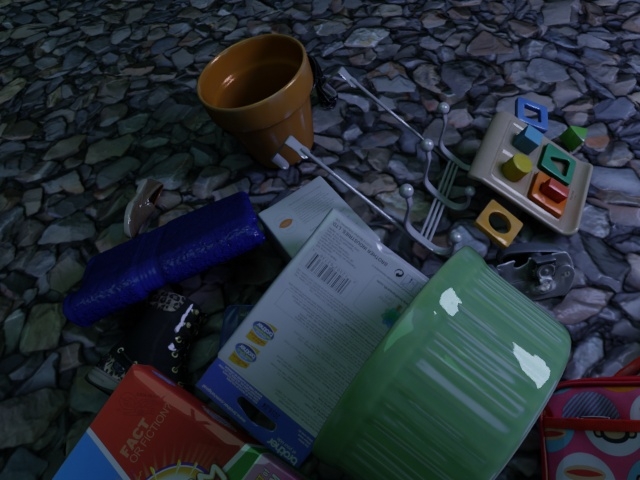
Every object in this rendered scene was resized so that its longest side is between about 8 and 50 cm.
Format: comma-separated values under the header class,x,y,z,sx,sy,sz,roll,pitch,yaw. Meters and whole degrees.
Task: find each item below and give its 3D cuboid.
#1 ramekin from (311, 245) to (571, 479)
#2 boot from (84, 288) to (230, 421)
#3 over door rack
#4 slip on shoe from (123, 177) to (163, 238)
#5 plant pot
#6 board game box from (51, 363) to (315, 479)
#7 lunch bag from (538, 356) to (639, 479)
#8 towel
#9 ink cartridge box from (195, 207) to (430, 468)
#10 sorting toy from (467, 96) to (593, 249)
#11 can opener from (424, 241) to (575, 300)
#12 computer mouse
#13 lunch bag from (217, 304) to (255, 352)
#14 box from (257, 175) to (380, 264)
class,x,y,z,sx,sy,sz,roll,pitch,yaw
ramekin,0.142,0.170,0.560,0.148,0.303,0.303,37,69,19
boot,-0.213,0.180,0.736,0.236,0.085,0.178,17,59,18
over door rack,0.116,-0.150,0.800,0.324,0.108,0.239,30,54,-1
slip on shoe,-0.340,-0.063,0.938,0.041,0.051,0.135,7,52,0
plant pot,-0.098,-0.246,0.919,0.205,0.188,0.205,-9,54,13
board game box,-0.162,0.336,0.577,0.316,0.064,0.242,29,76,12
lunch bag,0.389,0.241,0.504,0.293,0.120,0.258,-17,52,41
towel,-0.241,0.028,0.799,0.308,0.076,0.227,-25,23,-4
ink cartridge box,-0.004,0.131,0.678,0.186,0.065,0.311,38,84,5
sorting toy,0.360,-0.122,0.809,0.196,0.047,0.347,31,59,1
can opener,0.243,0.064,0.755,0.283,0.076,0.095,-10,24,4
computer mouse,-0.106,-0.336,1.064,0.262,0.060,0.184,-17,57,-2
lunch bag,-0.119,0.150,0.749,0.067,0.065,0.098,-3,56,8
box,0.000,0.000,0.810,0.130,0.091,0.170,-33,59,-12
